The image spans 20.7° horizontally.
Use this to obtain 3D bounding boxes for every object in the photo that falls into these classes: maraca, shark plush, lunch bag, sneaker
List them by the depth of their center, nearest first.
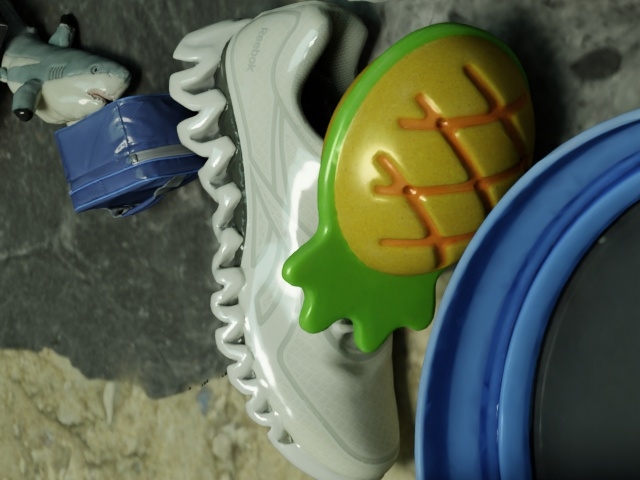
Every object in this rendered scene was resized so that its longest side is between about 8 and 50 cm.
[{"bbox_3d":[0.048,-0.028,0.939,0.099,0.127,0.186,36,102,56],"label":"maraca"},{"bbox_3d":[0.000,0.000,1.021,0.118,0.110,0.292,-17,85,35],"label":"sneaker"},{"bbox_3d":[-0.126,-0.052,1.150,0.098,0.067,0.065,-22,81,43],"label":"lunch bag"},{"bbox_3d":[-0.184,-0.126,1.227,0.067,0.073,0.161,-55,37,12],"label":"shark plush"}]

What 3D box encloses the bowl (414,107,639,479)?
[{"bbox_3d":[0.217,0.123,0.845,0.391,0.077,0.391,9,103,43],"label":"bowl"}]

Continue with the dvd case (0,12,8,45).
[{"bbox_3d":[-0.314,-0.156,1.313,0.239,0.029,0.179,53,128,37],"label":"dvd case"}]

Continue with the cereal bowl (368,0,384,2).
[{"bbox_3d":[0.082,-0.262,0.829,0.339,0.141,0.339,-42,37,43],"label":"cereal bowl"}]
